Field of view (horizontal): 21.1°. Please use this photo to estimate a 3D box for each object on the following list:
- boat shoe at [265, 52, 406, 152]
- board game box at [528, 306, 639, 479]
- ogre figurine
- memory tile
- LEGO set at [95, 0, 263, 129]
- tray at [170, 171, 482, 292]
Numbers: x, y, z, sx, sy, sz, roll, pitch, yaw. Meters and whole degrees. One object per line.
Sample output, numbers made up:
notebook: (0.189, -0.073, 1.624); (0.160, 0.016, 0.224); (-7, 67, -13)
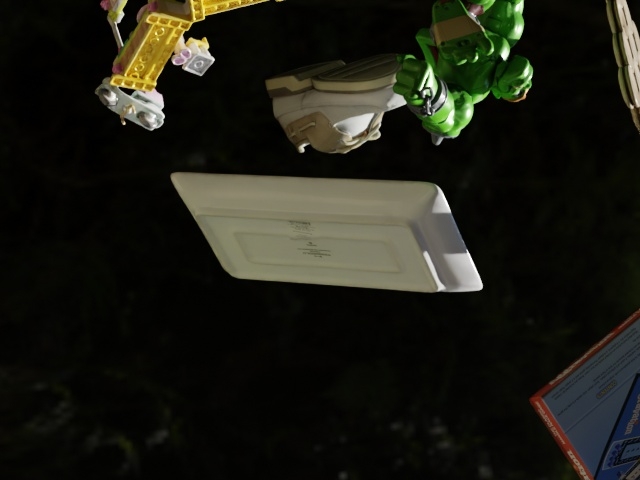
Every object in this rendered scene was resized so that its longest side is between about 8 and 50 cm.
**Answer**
boat shoe: (0.033, -0.162, 2.084); (0.302, 0.113, 0.103); (10, -62, 67)
board game box: (0.329, 0.121, 1.558); (0.145, 0.281, 0.027); (56, -23, -4)
ogre figurine: (0.119, -0.161, 1.351); (0.118, 0.096, 0.197); (77, 21, -58)
memory tile: (0.269, -0.154, 1.495); (0.113, 0.012, 0.148); (54, 28, -51)
LEGO set: (-0.117, -0.236, 1.648); (0.287, 0.132, 0.107); (-37, -129, 19)
tray: (0.000, 0.000, 1.538); (0.030, 0.270, 0.145); (-65, 145, -34)
